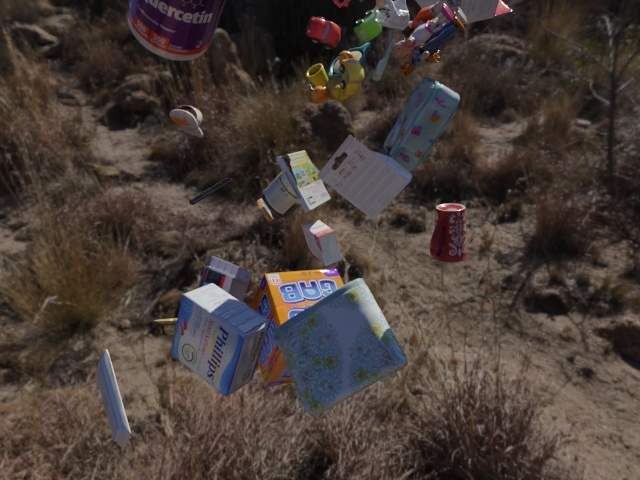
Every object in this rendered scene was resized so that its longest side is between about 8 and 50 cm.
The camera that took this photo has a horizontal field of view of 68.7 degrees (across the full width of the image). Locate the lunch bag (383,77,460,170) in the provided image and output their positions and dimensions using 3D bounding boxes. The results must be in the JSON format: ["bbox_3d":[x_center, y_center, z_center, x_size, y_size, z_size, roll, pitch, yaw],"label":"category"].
[{"bbox_3d":[0.302,-0.365,1.469,0.108,0.279,0.224,27,23,-14],"label":"lunch bag"}]

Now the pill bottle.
[{"bbox_3d":[-0.265,-0.523,0.913,0.181,0.181,0.323,-18,-13,-34],"label":"pill bottle"}]

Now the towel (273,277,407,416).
[{"bbox_3d":[0.051,0.346,1.520,0.374,0.320,0.090,-34,-26,12],"label":"towel"}]

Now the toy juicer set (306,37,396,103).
[{"bbox_3d":[0.094,-0.572,1.567,0.329,0.089,0.209,-17,48,25],"label":"toy juicer set"}]

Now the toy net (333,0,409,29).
[{"bbox_3d":[0.108,-0.573,1.094,0.122,0.232,0.045,-44,1,14],"label":"toy net"}]

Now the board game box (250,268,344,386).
[{"bbox_3d":[-0.083,0.379,2.073,0.356,0.356,0.356,-2,50,-28],"label":"board game box"}]

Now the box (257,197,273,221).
[{"bbox_3d":[-0.260,-0.144,2.184,0.028,0.081,0.136,-33,26,0],"label":"box"}]

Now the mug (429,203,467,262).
[{"bbox_3d":[0.414,-0.021,1.497,0.113,0.169,0.150,3,19,19],"label":"mug"}]

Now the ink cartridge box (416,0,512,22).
[{"bbox_3d":[0.459,-0.863,1.552,0.272,0.130,0.309,-16,56,-10],"label":"ink cartridge box"}]

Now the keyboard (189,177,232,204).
[{"bbox_3d":[-0.426,-0.191,1.805,0.180,0.023,0.108,-33,15,-14],"label":"keyboard"}]

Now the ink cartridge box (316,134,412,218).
[{"bbox_3d":[0.130,-0.193,1.400,0.225,0.181,0.056,37,37,-7],"label":"ink cartridge box"}]

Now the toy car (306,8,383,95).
[{"bbox_3d":[0.099,-0.545,1.268,0.225,0.239,0.053,-47,37,-10],"label":"toy car"}]

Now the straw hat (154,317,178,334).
[{"bbox_3d":[-0.584,0.342,1.852,0.144,0.061,0.144,-3,-5,0],"label":"straw hat"}]

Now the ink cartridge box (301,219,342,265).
[{"bbox_3d":[0.000,0.000,1.673,0.067,0.115,0.198,-22,23,-13],"label":"ink cartridge box"}]

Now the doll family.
[{"bbox_3d":[0.249,-0.454,1.071,0.163,0.118,0.263,-32,22,35],"label":"doll family"}]

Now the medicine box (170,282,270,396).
[{"bbox_3d":[-0.356,0.342,1.643,0.289,0.263,0.149,29,24,24],"label":"medicine box"}]

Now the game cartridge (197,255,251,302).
[{"bbox_3d":[-0.479,0.275,2.216,0.230,0.355,0.068,28,-23,-33],"label":"game cartridge"}]

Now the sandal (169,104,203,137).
[{"bbox_3d":[-0.498,-0.466,1.778,0.102,0.076,0.265,17,-5,-3],"label":"sandal"}]

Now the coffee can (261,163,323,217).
[{"bbox_3d":[-0.149,-0.279,2.471,0.275,0.201,0.201,-41,0,31],"label":"coffee can"}]

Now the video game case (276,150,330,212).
[{"bbox_3d":[-0.055,-0.214,1.655,0.026,0.206,0.227,-26,5,25],"label":"video game case"}]

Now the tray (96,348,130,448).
[{"bbox_3d":[-0.625,0.476,1.397,0.030,0.145,0.270,-9,58,-36],"label":"tray"}]
